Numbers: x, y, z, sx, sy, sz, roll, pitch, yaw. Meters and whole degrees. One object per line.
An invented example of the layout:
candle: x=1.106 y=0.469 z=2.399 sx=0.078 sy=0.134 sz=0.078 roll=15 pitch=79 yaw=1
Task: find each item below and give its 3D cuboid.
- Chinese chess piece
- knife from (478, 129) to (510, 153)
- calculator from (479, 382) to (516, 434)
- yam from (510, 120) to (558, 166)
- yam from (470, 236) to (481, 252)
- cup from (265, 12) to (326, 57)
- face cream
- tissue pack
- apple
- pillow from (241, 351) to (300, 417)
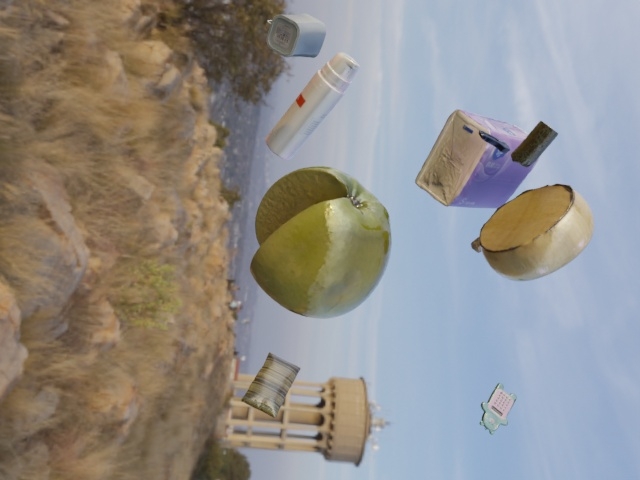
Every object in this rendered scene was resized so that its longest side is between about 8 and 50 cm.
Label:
Chinese chess piece: x=0.493 y=-0.020 z=1.395 sx=0.257 sy=0.104 sz=0.257 roll=-36 pitch=-164 yaw=12
knife: x=0.411 y=-0.236 z=1.445 sx=0.018 sy=0.121 sz=0.031 roll=-40 pitch=-130 yaw=36
calculator: x=0.499 y=0.477 z=1.715 sx=0.141 sy=0.094 sz=0.019 roll=-52 pitch=180 yaw=-22
yam: x=0.380 y=-0.171 z=1.076 sx=0.043 sy=0.043 sz=0.094 roll=-88 pitch=-157 yaw=-46
yam: x=0.613 y=-0.039 z=2.032 sx=0.057 sy=0.241 sz=0.057 roll=54 pitch=4 yaw=-6
cup: x=-0.071 y=-0.514 z=1.501 sx=0.129 sy=0.128 sz=0.095 roll=-29 pitch=149 yaw=-56
face cream: x=-0.021 y=-0.383 z=1.715 sx=0.345 sy=0.102 sz=0.102 roll=-48 pitch=-158 yaw=26
tissue pack: x=0.462 y=-0.219 z=1.735 sx=0.160 sy=0.338 sz=0.242 roll=45 pitch=-60 yaw=33
apple: x=0.000 y=0.000 z=1.185 sx=0.254 sy=0.292 sz=0.292 roll=-48 pitch=-156 yaw=31
pillow: x=-0.142 y=0.422 z=1.777 sx=0.203 sy=0.113 sz=0.038 roll=-57 pitch=169 yaw=-51
